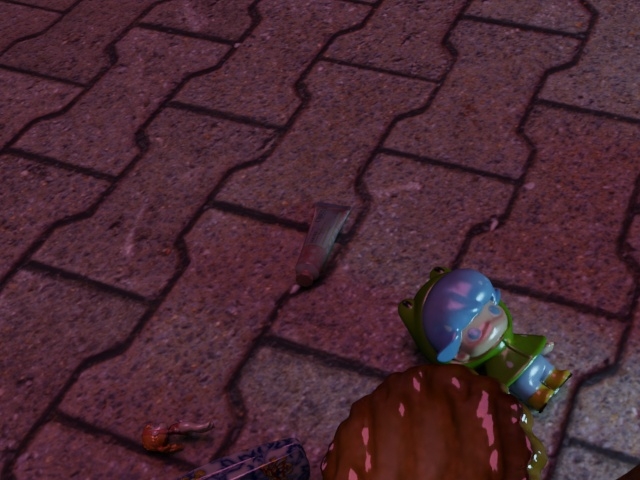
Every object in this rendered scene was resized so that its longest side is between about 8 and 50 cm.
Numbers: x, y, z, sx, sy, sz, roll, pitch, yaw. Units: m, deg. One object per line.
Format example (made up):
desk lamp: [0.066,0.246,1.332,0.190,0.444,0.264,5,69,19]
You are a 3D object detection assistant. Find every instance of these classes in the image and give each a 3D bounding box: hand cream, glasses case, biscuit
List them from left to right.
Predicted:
glasses case: [-0.133,0.346,1.179,0.248,0.087,0.065,-21,35,-11]
hand cream: [0.000,0.000,1.524,0.067,0.043,0.210,7,43,13]
biscuit: [0.143,0.316,1.093,0.325,0.107,0.326,-23,47,28]

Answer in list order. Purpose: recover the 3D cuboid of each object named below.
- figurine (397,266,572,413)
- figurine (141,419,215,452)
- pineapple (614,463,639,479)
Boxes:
figurine: [0.246,0.150,1.292,0.263,0.143,0.162,39,68,16]
figurine: [-0.212,0.287,1.266,0.109,0.064,0.047,-13,67,8]
pineapple: [0.508,0.410,0.994,0.362,0.202,0.202,28,54,7]
